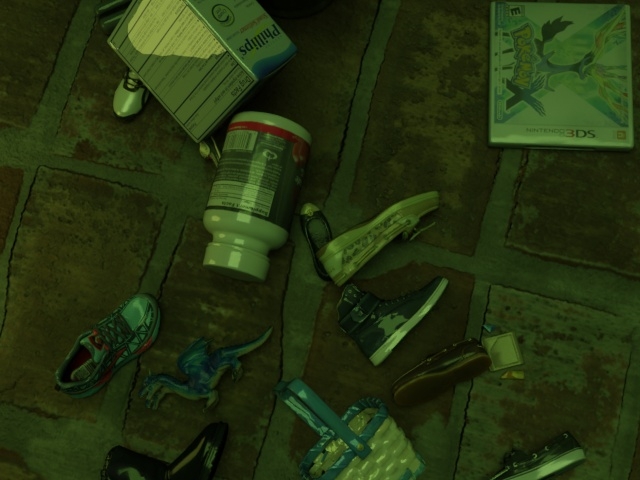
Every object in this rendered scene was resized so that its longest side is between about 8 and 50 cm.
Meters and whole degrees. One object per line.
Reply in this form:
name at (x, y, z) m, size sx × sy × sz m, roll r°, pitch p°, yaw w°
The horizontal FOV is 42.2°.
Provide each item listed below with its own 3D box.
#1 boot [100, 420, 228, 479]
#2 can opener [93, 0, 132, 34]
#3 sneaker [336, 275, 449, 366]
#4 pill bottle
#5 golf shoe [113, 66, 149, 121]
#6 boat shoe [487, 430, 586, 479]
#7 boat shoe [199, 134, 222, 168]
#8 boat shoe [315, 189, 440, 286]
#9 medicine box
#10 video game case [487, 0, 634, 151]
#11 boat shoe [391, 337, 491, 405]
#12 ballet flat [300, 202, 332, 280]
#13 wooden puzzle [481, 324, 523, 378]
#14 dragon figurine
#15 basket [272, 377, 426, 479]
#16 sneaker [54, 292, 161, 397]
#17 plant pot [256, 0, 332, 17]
boot at (-0.311, 0.438, 1.609) m, size 0.207 × 0.094 × 0.246 m, roll 21°, pitch 85°, yaw 4°
can opener at (-0.369, -0.552, 1.838) m, size 0.283 × 0.095 × 0.076 m, roll -24°, pitch 76°, yaw -2°
sneaker at (0.134, 0.116, 1.662) m, size 0.226 × 0.086 × 0.163 m, roll -44°, pitch 81°, yaw -6°
pill bottle at (-0.135, -0.084, 1.676) m, size 0.176 × 0.176 × 0.318 m, roll 13°, pitch 78°, yaw 6°
golf shoe at (-0.401, -0.358, 1.798) m, size 0.077 × 0.094 × 0.198 m, roll 22°, pitch 81°, yaw 7°
boat shoe at (0.390, 0.429, 1.585) m, size 0.229 × 0.080 × 0.076 m, roll -25°, pitch 60°, yaw 1°
boat shoe at (-0.240, -0.200, 1.775) m, size 0.043 × 0.049 × 0.137 m, roll -27°, pitch 75°, yaw 0°
boat shoe at (0.129, -0.008, 1.678) m, size 0.285 × 0.104 × 0.089 m, roll -30°, pitch 82°, yaw -10°
medicine box at (-0.240, -0.389, 1.659) m, size 0.289 × 0.263 × 0.149 m, roll 48°, pitch 50°, yaw -7°
video game case at (0.510, -0.353, 1.773) m, size 0.300 × 0.036 × 0.329 m, roll 2°, pitch 77°, yaw 4°
boat shoe at (0.232, 0.258, 1.639) m, size 0.207 × 0.073 × 0.073 m, roll -22°, pitch 39°, yaw -5°
ballet flat at (0.000, 0.000, 1.714) m, size 0.057 × 0.049 × 0.173 m, roll -18°, pitch 77°, yaw -2°
wooden puzzle at (0.364, 0.224, 1.663) m, size 0.079 × 0.014 × 0.116 m, roll -7°, pitch 77°, yaw -3°
dragon figurine at (-0.231, 0.243, 1.654) m, size 0.144 × 0.085 × 0.289 m, roll 40°, pitch 84°, yaw 10°
basket at (0.035, 0.362, 1.528) m, size 0.201 × 0.255 × 0.289 m, roll -42°, pitch 88°, yaw -13°
sneaker at (-0.421, 0.210, 1.652) m, size 0.104 × 0.125 × 0.262 m, roll 39°, pitch 82°, yaw 10°
plant pot at (-0.069, -0.643, 1.710) m, size 0.367 × 0.353 × 0.366 m, roll -1°, pitch 76°, yaw 3°
